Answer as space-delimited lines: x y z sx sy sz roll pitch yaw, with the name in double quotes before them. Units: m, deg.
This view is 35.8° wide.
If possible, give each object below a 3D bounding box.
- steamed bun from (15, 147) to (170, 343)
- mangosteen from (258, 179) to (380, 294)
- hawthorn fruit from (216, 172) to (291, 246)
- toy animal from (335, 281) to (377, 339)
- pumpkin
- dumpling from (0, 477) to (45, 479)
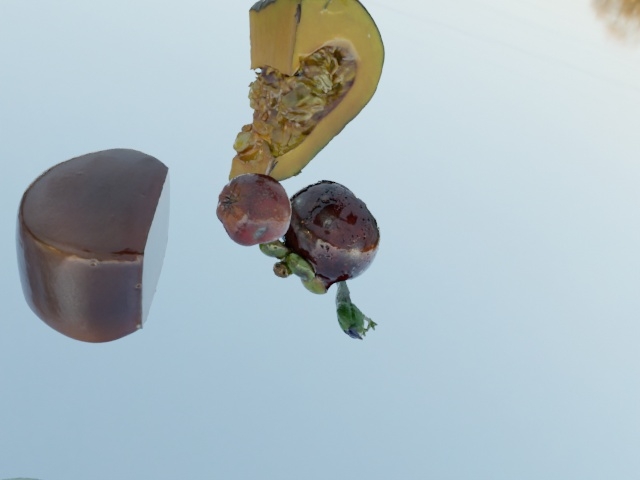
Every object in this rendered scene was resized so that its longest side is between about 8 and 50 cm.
"steamed bun" -0.409 -0.003 1.762 0.248 0.235 0.379 5 -145 -2
"mangosteen" 0.000 0.000 1.552 0.166 0.180 0.166 50 173 9
"hawthorn fruit" -0.074 -0.036 1.160 0.093 0.093 0.093 17 -158 -7
"toy animal" 0.053 0.113 1.616 0.075 0.041 0.217 41 -162 -23
"pumpkin" -0.045 -0.222 1.331 0.139 0.280 0.190 18 148 56
"dumpling" -0.296 0.328 1.031 0.219 0.108 0.152 35 -174 11
